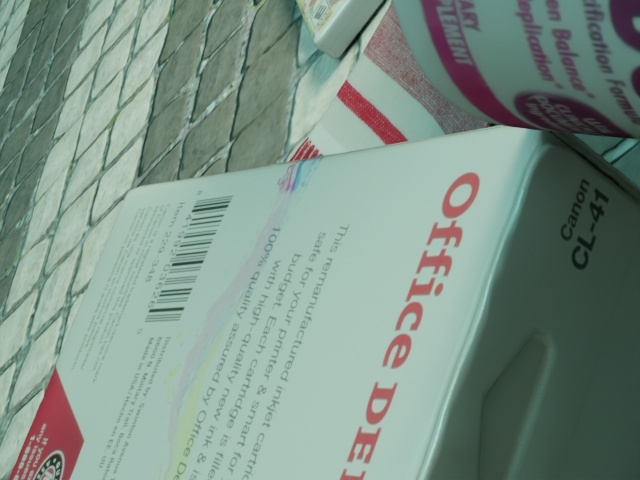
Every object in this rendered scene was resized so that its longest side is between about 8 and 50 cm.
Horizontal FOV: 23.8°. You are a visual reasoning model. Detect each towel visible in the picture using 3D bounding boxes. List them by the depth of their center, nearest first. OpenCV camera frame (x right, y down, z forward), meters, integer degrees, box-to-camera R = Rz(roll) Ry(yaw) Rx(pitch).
[{"bbox_3d":[0.000,0.000,0.928,0.329,0.037,0.237,-55,23,11],"label":"towel"}]

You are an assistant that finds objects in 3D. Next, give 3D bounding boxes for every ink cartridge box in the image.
[{"bbox_3d":[-0.002,0.086,0.673,0.306,0.131,0.226,-3,59,52],"label":"ink cartridge box"}]

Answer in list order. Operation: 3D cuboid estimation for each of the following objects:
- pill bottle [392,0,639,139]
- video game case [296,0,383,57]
[{"bbox_3d":[0.172,-0.102,0.450,0.283,0.160,0.160,9,69,39],"label":"pill bottle"},{"bbox_3d":[0.054,-0.266,1.140,0.227,0.026,0.206,-52,25,18],"label":"video game case"}]
